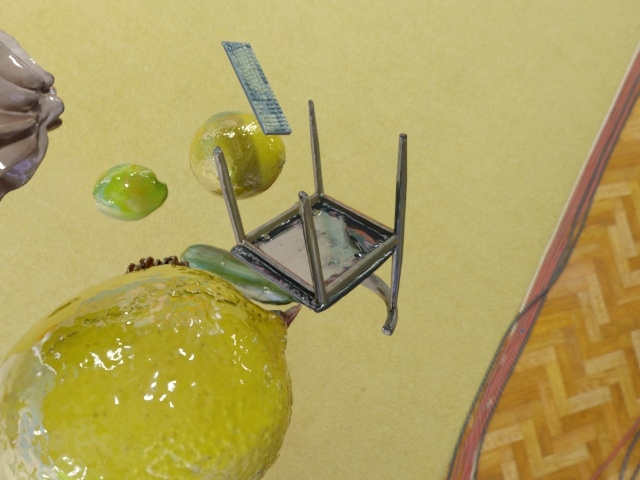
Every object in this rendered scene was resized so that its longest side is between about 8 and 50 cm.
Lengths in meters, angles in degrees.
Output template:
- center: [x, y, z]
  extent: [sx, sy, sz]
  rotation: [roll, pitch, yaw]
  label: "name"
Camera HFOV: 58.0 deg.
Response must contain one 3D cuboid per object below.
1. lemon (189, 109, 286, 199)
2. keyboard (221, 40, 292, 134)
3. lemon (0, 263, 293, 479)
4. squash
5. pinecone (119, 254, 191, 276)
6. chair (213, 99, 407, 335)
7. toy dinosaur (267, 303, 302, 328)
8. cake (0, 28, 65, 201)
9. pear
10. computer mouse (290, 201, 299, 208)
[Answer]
- center: [-0.161, -0.167, 1.141]
  extent: [0.203, 0.178, 0.179]
  rotation: [10, 74, 20]
  label: "lemon"
- center: [-0.101, -0.242, 0.913]
  extent: [0.055, 0.014, 0.176]
  rotation: [-12, 71, -43]
  label: "keyboard"
- center: [-0.173, 0.157, 0.566]
  extent: [0.310, 0.258, 0.258]
  rotation: [-21, 86, -18]
  label: "lemon"
- center: [-0.147, 0.075, 1.164]
  extent: [0.331, 0.087, 0.087]
  rotation: [15, 71, 27]
  label: "squash"
- center: [-0.285, 0.100, 1.050]
  extent: [0.173, 0.173, 0.174]
  rotation: [3, 79, -16]
  label: "pinecone"
- center: [0.000, 0.000, 0.710]
  extent: [0.166, 0.188, 0.272]
  rotation: [-34, 133, -28]
  label: "chair"
- center: [-0.082, 0.156, 1.121]
  extent: [0.242, 0.167, 0.053]
  rotation: [-19, 102, -41]
  label: "toy dinosaur"
- center: [-0.289, -0.106, 0.427]
  extent: [0.178, 0.185, 0.208]
  rotation: [-19, 89, -4]
  label: "cake"
- center: [-0.600, -0.157, 1.841]
  extent: [0.219, 0.187, 0.188]
  rotation: [-13, 83, -8]
  label: "pear"
- center: [-0.017, -0.021, 1.570]
  extent: [0.158, 0.310, 0.072]
  rotation: [11, 60, -4]
  label: "computer mouse"
